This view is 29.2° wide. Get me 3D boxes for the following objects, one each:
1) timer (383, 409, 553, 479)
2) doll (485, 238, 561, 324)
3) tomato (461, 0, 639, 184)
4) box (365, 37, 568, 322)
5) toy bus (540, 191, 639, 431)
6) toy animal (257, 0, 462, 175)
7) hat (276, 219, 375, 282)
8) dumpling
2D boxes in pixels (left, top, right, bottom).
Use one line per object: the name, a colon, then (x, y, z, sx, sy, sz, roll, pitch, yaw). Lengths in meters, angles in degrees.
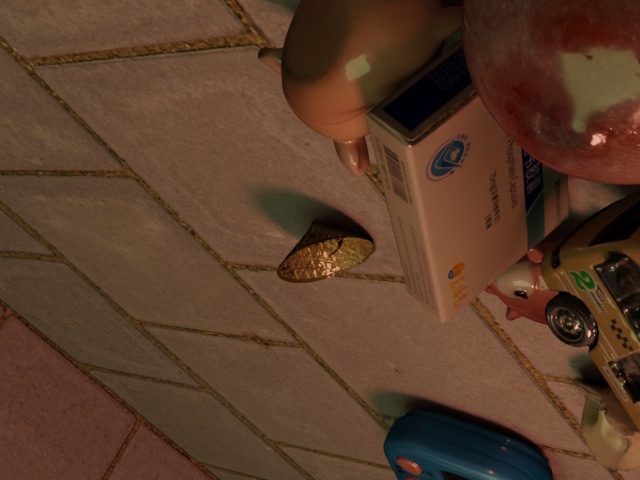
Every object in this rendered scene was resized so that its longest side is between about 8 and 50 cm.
timer: (0.280, 0.431, 2.222, 0.309, 0.115, 0.340, 17, 153, 27)
doll: (0.309, 0.057, 1.477, 0.262, 0.093, 0.211, 12, 154, 5)
tomato: (0.238, -0.163, 0.970, 0.270, 0.227, 0.270, 26, 156, 13)
box: (0.162, -0.071, 1.263, 0.065, 0.200, 0.343, 44, 166, 30)
toy bus: (0.402, 0.117, 1.258, 0.365, 0.177, 0.202, 56, 147, 1)
toy animal: (0.038, -0.183, 1.227, 0.250, 0.154, 0.166, 125, 127, -67)
hat: (0.000, 0.000, 1.753, 0.146, 0.067, 0.146, -14, 158, -6)
dumpling: (0.419, 0.256, 1.761, 0.155, 0.111, 0.181, 53, 157, 24)
